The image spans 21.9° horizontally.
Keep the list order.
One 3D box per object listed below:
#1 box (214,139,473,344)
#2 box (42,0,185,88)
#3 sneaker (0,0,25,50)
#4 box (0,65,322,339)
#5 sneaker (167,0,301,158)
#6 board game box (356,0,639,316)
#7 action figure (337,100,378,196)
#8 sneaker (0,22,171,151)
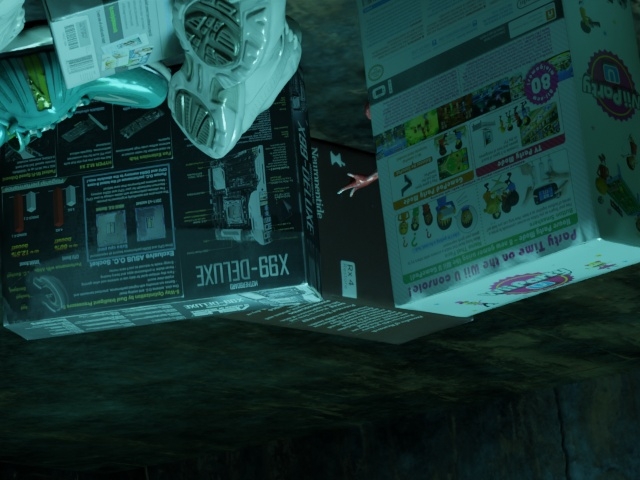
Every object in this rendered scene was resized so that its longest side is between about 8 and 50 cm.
[{"bbox_3d":[0.000,0.000,1.914,0.143,0.191,0.381,-19,159,40],"label":"box"},{"bbox_3d":[-0.137,-0.195,1.395,0.186,0.038,0.145,-17,165,-7],"label":"box"},{"bbox_3d":[-0.285,-0.208,1.314,0.152,0.114,0.305,-21,177,-45],"label":"sneaker"},{"bbox_3d":[-0.160,-0.044,1.621,0.307,0.242,0.076,-9,163,9],"label":"box"},{"bbox_3d":[-0.061,-0.171,1.380,0.115,0.090,0.232,-40,169,-28],"label":"sneaker"},{"bbox_3d":[0.152,-0.110,1.377,0.097,0.303,0.224,10,159,-42],"label":"board game box"},{"bbox_3d":[0.115,-0.102,1.771,0.139,0.091,0.280,-27,155,31],"label":"action figure"},{"bbox_3d":[-0.273,-0.133,1.514,0.275,0.110,0.107,-1,163,-16],"label":"sneaker"}]
